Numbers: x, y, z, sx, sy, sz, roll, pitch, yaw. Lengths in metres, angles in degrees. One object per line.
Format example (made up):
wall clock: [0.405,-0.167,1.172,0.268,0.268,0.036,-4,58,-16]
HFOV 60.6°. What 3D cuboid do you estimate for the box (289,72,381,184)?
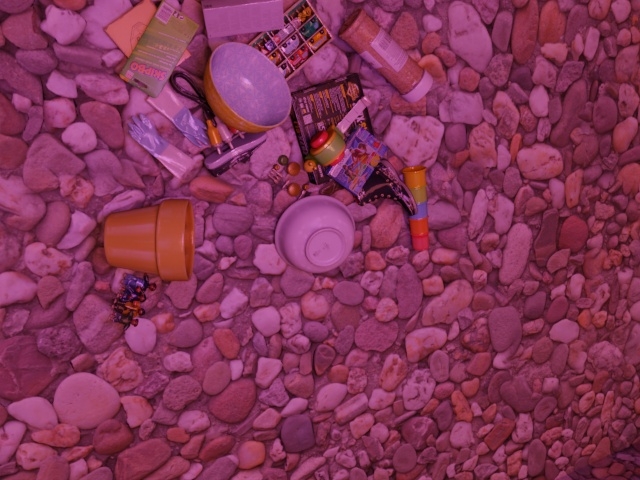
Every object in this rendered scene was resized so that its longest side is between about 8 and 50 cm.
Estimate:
box: [0.046,-0.381,1.881,0.257,0.079,0.321,-24,110,-16]

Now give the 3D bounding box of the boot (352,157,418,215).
boot: [0.224,-0.157,1.978,0.179,0.085,0.236,-32,87,-9]

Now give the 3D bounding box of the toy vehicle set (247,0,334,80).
toy vehicle set: [-0.102,-0.641,1.782,0.267,0.035,0.166,-44,114,-7]

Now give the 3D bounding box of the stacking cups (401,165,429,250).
stacking cups: [0.373,-0.118,2.062,0.096,0.096,0.315,-17,109,-17]

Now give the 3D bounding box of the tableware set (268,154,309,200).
tableware set: [-0.102,-0.219,1.894,0.154,0.024,0.104,39,84,-23]

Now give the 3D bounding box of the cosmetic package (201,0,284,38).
cosmetic package: [-0.234,-0.687,1.665,0.239,0.060,0.098,-11,142,-9]

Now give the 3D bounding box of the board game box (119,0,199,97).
board game box: [-0.480,-0.565,1.630,0.124,0.039,0.259,30,88,-24]

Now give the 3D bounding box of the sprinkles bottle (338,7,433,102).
sprinkles bottle: [0.227,-0.625,1.868,0.356,0.121,0.121,36,88,-24]

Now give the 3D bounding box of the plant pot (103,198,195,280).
plant pot: [-0.519,-0.003,1.673,0.239,0.254,0.253,1,103,-7]

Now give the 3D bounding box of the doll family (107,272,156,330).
doll family: [-0.603,0.192,1.769,0.112,0.076,0.192,20,92,-19]

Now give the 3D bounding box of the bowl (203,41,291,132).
bowl: [-0.249,-0.440,1.683,0.290,0.156,0.289,20,57,-34]

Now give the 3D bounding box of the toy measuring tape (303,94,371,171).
toy measuring tape: [0.066,-0.348,1.794,0.330,0.121,0.121,-48,114,-5]

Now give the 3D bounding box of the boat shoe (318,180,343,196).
boat shoe: [0.052,-0.198,1.944,0.136,0.045,0.050,-29,115,-9]

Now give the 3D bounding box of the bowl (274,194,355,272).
bowl: [0.000,0.000,1.897,0.298,0.134,0.297,-7,114,-16]

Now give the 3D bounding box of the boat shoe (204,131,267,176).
boat shoe: [-0.267,-0.280,1.788,0.229,0.080,0.076,-35,133,-14]

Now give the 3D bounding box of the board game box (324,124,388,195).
board game box: [0.123,-0.274,1.876,0.136,0.035,0.201,35,89,-25]

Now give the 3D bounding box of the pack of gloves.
pack of gloves: [-0.473,-0.341,1.718,0.232,0.046,0.195,45,72,-26]

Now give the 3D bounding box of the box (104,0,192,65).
box: [-0.514,-0.593,1.642,0.164,0.021,0.201,-41,114,-8]

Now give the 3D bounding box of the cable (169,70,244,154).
cable: [-0.344,-0.420,1.721,0.139,0.072,0.287,-40,113,-20]
